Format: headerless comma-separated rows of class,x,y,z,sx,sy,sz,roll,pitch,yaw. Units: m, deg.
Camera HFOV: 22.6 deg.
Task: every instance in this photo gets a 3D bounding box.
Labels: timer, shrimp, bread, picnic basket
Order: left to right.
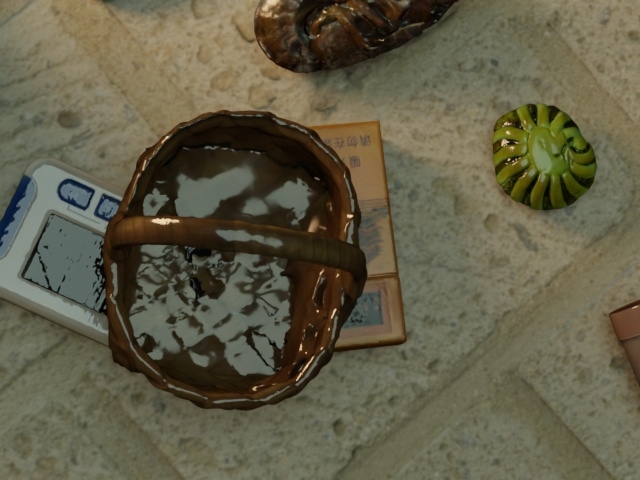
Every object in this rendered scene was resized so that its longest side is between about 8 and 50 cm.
timer,-0.260,0.026,1.898,0.253,0.078,0.178,26,80,-6
picnic basket,-0.087,0.016,1.731,0.292,0.337,0.337,9,81,-10
shrimp,0.079,-0.305,1.983,0.343,0.116,0.145,-17,100,-12
bread,0.282,-0.107,2.017,0.130,0.071,0.139,-14,85,-7

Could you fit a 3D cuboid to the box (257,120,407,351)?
box,0.000,0.000,1.949,0.174,0.076,0.274,-6,84,-9

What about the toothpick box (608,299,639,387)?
toothpick box,0.432,0.143,1.995,0.098,0.098,0.149,-21,87,-12
